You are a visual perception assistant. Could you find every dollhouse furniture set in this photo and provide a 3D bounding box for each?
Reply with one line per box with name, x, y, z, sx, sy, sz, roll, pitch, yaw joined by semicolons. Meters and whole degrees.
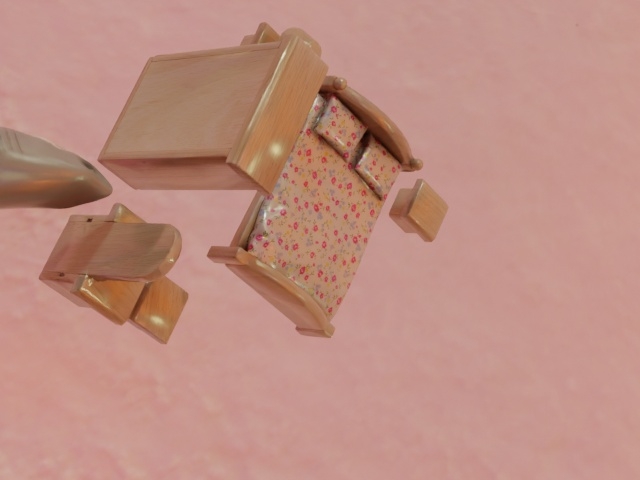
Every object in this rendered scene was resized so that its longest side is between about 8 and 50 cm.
dollhouse furniture set;0.000;0.000;1.104;0.173;0.355;0.303;2;60;46

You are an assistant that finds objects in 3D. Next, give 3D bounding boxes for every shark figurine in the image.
shark figurine;-0.308;-0.013;0.935;0.278;0.116;0.166;-22;137;16
